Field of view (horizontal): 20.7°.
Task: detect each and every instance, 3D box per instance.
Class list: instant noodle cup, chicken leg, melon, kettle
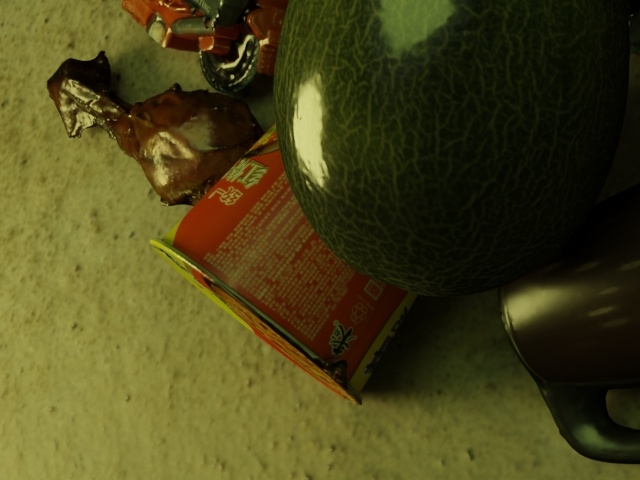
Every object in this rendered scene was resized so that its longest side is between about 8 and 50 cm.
[{"bbox_3d":[0.000,0.000,1.370,0.213,0.213,0.174,33,82,40],"label":"instant noodle cup"},{"bbox_3d":[-0.162,-0.102,1.599,0.304,0.093,0.113,24,96,44],"label":"chicken leg"},{"bbox_3d":[0.089,-0.116,1.178,0.237,0.237,0.301,17,106,39],"label":"melon"},{"bbox_3d":[0.248,0.048,1.223,0.232,0.144,0.202,-21,88,36],"label":"kettle"}]

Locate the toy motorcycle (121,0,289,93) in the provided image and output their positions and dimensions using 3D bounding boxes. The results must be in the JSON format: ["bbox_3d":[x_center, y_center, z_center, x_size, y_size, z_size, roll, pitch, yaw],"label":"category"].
[{"bbox_3d":[-0.108,-0.284,1.611,0.326,0.148,0.221,44,119,41],"label":"toy motorcycle"}]

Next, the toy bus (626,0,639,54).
[{"bbox_3d":[0.300,-0.282,1.290,0.365,0.177,0.202,-11,61,31],"label":"toy bus"}]
